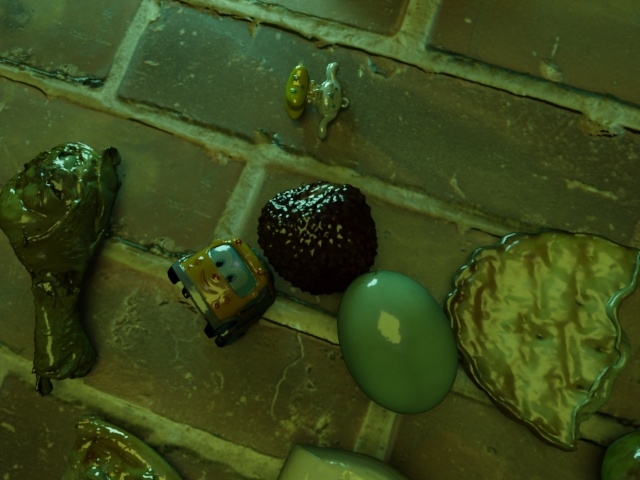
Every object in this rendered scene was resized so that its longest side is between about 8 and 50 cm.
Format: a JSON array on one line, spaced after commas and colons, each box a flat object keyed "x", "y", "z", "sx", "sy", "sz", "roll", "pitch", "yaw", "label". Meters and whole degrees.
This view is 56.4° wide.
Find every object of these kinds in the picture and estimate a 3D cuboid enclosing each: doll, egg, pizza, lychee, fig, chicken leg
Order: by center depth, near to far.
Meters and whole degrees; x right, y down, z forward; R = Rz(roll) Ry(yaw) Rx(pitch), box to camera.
[{"x": 0.430, "y": 0.376, "z": 0.863, "sx": 0.245, "sy": 0.149, "sz": 0.149, "roll": -44, "pitch": 78, "yaw": 20, "label": "fig"}, {"x": 0.114, "y": 0.151, "z": 0.896, "sx": 0.168, "sy": 0.168, "sz": 0.230, "roll": -27, "pitch": 101, "yaw": 2, "label": "egg"}, {"x": 0.000, "y": 0.000, "z": 0.945, "sx": 0.188, "sy": 0.188, "sz": 0.188, "roll": -1, "pitch": 80, "yaw": 6, "label": "lychee"}, {"x": -0.322, "y": 0.442, "z": 0.950, "sx": 0.323, "sy": 0.089, "sz": 0.223, "roll": 41, "pitch": 84, "yaw": 12, "label": "pizza"}, {"x": -0.434, "y": 0.043, "z": 1.003, "sx": 0.153, "sy": 0.201, "sz": 0.429, "roll": -6, "pitch": 85, "yaw": 35, "label": "chicken leg"}, {"x": -0.007, "y": -0.243, "z": 1.047, "sx": 0.113, "sy": 0.071, "sz": 0.135, "roll": -12, "pitch": 85, "yaw": -14, "label": "doll"}]

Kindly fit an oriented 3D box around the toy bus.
[{"x": -0.141, "y": 0.075, "z": 0.932, "sx": 0.136, "sy": 0.209, "sz": 0.126, "roll": -34, "pitch": 76, "yaw": -10, "label": "toy bus"}]

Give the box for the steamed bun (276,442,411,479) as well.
[{"x": 0.046, "y": 0.413, "z": 0.874, "sx": 0.250, "sy": 0.155, "sz": 0.200, "roll": 20, "pitch": 80, "yaw": 16, "label": "steamed bun"}]

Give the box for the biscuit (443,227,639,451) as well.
[{"x": 0.373, "y": 0.127, "z": 0.929, "sx": 0.335, "sy": 0.078, "sz": 0.329, "roll": -31, "pitch": 76, "yaw": 0, "label": "biscuit"}]
